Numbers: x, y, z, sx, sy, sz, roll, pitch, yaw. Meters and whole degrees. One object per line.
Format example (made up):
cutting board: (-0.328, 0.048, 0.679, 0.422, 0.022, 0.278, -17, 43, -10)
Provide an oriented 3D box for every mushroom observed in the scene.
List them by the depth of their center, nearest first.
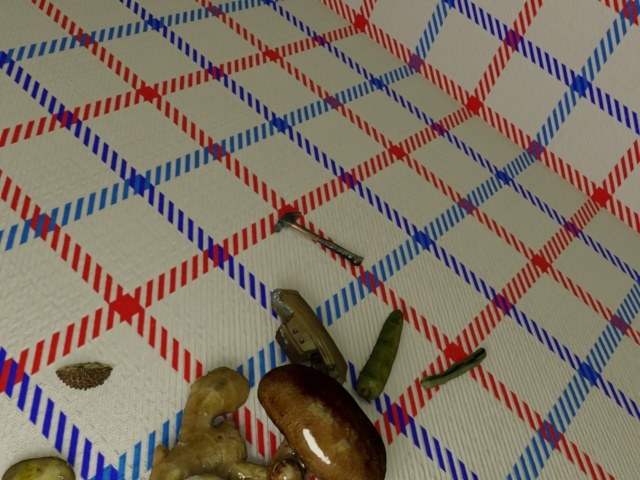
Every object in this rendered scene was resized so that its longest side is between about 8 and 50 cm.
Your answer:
mushroom: (0.009, 0.421, 1.611, 0.239, 0.345, 0.345, -18, 44, 10)

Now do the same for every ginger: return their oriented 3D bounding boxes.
ginger: (-0.249, 0.438, 1.581, 0.348, 0.122, 0.363, 1, 56, -39)

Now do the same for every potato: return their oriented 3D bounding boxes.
potato: (-0.546, 0.465, 1.426, 0.137, 0.070, 0.092, 3, 44, -25)

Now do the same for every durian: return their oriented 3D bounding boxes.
durian: (-0.526, 0.303, 1.648, 0.130, 0.052, 0.066, 2, 7, -31)

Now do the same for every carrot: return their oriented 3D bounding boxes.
carrot: (0.176, 0.298, 2.001, 0.074, 0.074, 0.358, 29, 37, 3)

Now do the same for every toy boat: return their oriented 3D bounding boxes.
toy boat: (-0.041, 0.261, 1.907, 0.121, 0.089, 0.321, -16, 57, -32)

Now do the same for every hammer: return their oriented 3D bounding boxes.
hammer: (0.000, -0.001, 2.252, 0.287, 0.033, 0.111, 30, 41, 3)

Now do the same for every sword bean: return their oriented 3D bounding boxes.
sword bean: (0.378, 0.361, 2.064, 0.269, 0.038, 0.043, -17, 62, -38)

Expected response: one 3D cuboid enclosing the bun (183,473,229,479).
bun: (-0.178, 0.604, 1.318, 0.365, 0.219, 0.365, 34, 14, -10)
